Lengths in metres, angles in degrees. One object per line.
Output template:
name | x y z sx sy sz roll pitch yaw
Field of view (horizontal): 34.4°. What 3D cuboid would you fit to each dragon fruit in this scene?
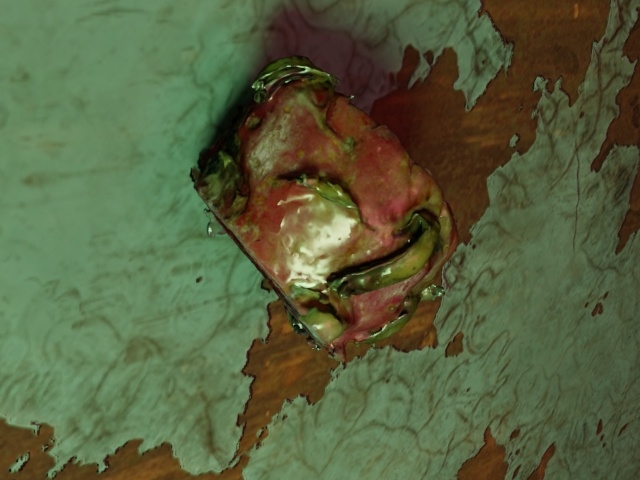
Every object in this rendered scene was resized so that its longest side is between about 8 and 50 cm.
dragon fruit | 0.000 0.000 0.795 0.147 0.211 0.282 -46 133 -17
